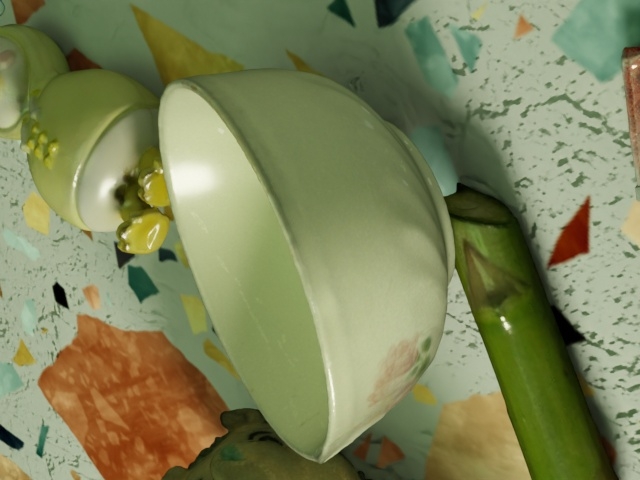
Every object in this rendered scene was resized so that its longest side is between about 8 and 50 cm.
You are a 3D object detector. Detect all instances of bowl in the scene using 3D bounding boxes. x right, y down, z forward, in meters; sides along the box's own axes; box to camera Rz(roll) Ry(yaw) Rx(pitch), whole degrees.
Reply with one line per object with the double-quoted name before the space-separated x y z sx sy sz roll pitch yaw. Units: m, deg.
"bowl" 0.000 0.000 0.744 0.277 0.145 0.277 51 154 37

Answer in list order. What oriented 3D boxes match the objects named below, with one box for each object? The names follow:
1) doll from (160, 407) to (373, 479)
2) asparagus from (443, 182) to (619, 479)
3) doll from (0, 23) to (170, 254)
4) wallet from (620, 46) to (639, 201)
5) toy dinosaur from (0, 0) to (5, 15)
"doll" 0.005 0.289 0.862 0.349 0.247 0.247 40 133 37
"asparagus" 0.152 0.090 0.752 0.060 0.067 0.278 -20 100 5
"doll" -0.229 -0.102 0.928 0.296 0.117 0.141 33 119 22
"wallet" 0.272 -0.069 0.602 0.196 0.020 0.103 2 113 39
"toy dinosaur" -0.293 -0.293 0.920 0.144 0.076 0.329 51 144 17
